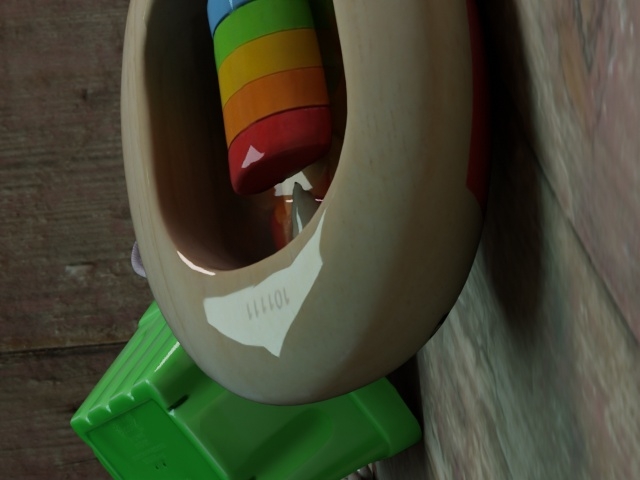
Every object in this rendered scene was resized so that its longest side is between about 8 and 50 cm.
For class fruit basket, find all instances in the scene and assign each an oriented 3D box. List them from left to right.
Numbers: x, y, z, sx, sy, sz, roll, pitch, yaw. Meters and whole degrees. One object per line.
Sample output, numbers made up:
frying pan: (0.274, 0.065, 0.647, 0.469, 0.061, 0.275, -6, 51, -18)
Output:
fruit basket: (-0.040, 0.095, 1.748, 0.283, 0.392, 0.392, 51, 174, -3)

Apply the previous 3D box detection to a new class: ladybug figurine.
ladybug figurine: (-0.001, -0.102, 1.228, 0.305, 0.162, 0.449, -24, 63, 41)

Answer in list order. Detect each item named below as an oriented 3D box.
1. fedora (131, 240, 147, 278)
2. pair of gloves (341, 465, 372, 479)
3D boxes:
fedora: (-0.069, -0.087, 1.614, 0.244, 0.275, 0.124, 1, 121, 51)
pair of gloves: (0.040, 0.230, 1.906, 0.204, 0.042, 0.240, 172, 88, -78)
